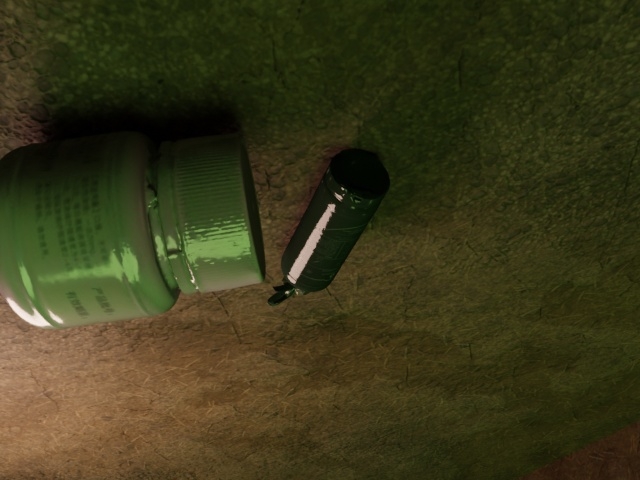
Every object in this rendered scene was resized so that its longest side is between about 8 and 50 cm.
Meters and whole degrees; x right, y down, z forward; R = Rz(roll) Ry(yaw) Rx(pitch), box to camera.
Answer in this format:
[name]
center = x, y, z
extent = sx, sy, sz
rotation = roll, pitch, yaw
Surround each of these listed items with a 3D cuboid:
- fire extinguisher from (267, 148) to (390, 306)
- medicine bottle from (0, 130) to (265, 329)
[fire extinguisher]
center = 0.000, 0.000, 1.016
extent = 0.115, 0.095, 0.311
rotation = -25, 156, -37
[medicine bottle]
center = -0.234, -0.020, 0.831
extent = 0.302, 0.241, 0.241
rotation = -8, 142, -1
